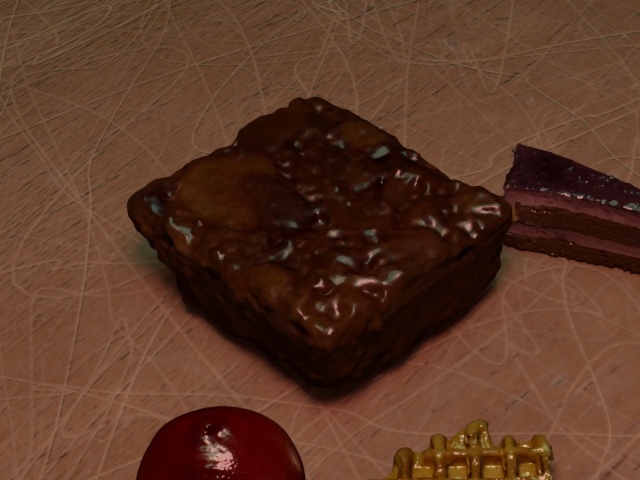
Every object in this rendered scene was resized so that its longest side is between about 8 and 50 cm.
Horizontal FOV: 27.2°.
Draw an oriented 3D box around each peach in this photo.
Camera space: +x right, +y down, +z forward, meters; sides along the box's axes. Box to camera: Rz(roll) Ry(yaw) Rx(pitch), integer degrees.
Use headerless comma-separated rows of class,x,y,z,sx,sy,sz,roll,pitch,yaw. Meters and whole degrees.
peach,-0.106,0.260,1.398,0.197,0.197,0.197,-3,42,3

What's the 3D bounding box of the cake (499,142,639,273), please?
cake,0.352,-0.024,1.721,0.295,0.116,0.113,22,53,31

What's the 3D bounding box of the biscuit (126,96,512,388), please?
biscuit,0.000,0.000,1.690,0.342,0.166,0.395,-34,48,-26

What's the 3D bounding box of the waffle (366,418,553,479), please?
waffle,0.161,0.325,1.397,0.309,0.065,0.283,-37,49,-25
